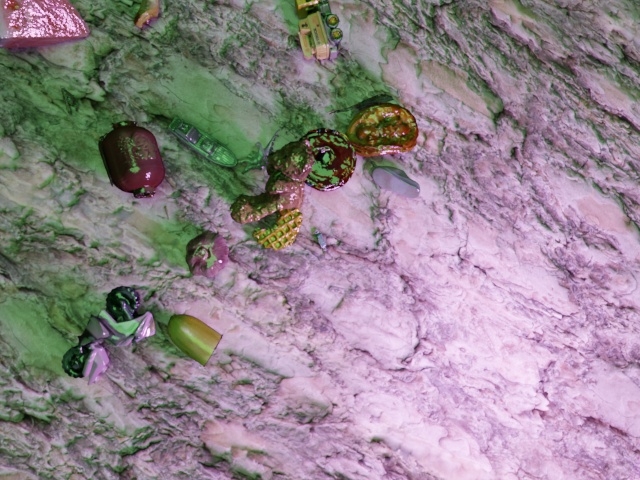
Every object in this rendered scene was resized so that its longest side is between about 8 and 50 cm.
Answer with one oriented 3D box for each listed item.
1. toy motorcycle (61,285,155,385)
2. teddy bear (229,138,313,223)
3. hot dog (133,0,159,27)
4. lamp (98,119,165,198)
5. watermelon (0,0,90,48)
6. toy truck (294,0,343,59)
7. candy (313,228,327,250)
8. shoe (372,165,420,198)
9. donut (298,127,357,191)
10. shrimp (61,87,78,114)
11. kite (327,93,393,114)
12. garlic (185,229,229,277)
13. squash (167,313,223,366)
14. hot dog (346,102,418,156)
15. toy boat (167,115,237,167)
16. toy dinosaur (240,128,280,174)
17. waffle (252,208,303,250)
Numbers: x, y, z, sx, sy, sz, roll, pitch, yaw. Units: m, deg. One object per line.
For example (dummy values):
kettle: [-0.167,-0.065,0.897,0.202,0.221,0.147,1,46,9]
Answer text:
toy motorcycle: [-0.650,0.310,1.336,0.188,0.143,0.327,35,87,-6]
teddy bear: [-0.160,-0.195,1.389,0.295,0.246,0.223,-10,112,0]
hot dog: [-0.591,-0.803,1.473,0.061,0.078,0.169,24,80,-48]
lamp: [-0.604,-0.254,1.370,0.180,0.180,0.258,-16,87,-11]
watermelon: [-0.912,-0.741,1.320,0.292,0.250,0.283,5,90,-8]
toy truck: [-0.019,-0.799,1.555,0.157,0.124,0.272,-16,92,-1]
candy: [0.000,0.000,1.541,0.030,0.020,0.083,-19,91,-11]
shoe: [0.288,-0.228,1.598,0.195,0.079,0.078,27,46,1]
donut: [0.010,-0.287,1.531,0.234,0.089,0.235,1,87,-10]
shrimp: [-0.835,-0.465,1.421,0.038,0.029,0.093,-16,94,-20]
kite: [0.146,-0.500,1.569,0.245,0.141,0.015,-19,117,-4]
garlic: [-0.380,0.047,1.425,0.147,0.102,0.159,27,82,-9]
squash: [-0.418,0.310,1.390,0.186,0.123,0.123,39,80,-6]
hot dog: [0.228,-0.400,1.566,0.272,0.122,0.196,-8,80,-13]
toy boat: [-0.398,-0.331,1.461,0.260,0.085,0.078,33,80,-6]
toy dinosaur: [-0.206,-0.310,1.516,0.082,0.039,0.209,39,90,-9]
waffle: [-0.146,-0.058,1.504,0.148,0.051,0.194,24,82,-9]
